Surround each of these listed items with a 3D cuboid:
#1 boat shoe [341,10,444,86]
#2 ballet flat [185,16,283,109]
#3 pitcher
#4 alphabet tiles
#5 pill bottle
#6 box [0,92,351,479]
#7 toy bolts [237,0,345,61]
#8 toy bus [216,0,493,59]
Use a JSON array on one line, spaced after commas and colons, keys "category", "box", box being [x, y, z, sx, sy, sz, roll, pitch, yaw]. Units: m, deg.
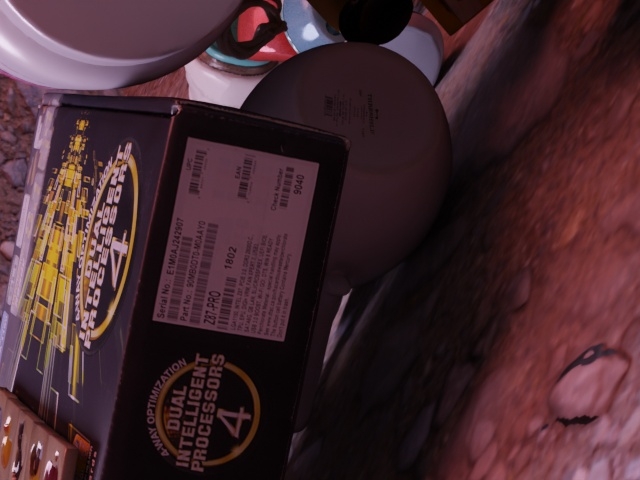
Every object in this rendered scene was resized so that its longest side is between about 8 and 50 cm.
[{"category": "boat shoe", "box": [0.031, -0.117, 1.167, 0.183, 0.065, 0.083, -48, 21, 51]}, {"category": "ballet flat", "box": [-0.067, -0.249, 1.727, 0.139, 0.139, 0.400, -51, 18, 41]}, {"category": "pitcher", "box": [0.000, 0.000, 0.980, 0.207, 0.125, 0.177, 120, 150, -58]}, {"category": "alphabet tiles", "box": [-0.162, 0.180, 0.855, 0.237, 0.009, 0.198, -170, 90, -71]}, {"category": "pill bottle", "box": [-0.123, -0.159, 0.912, 0.160, 0.160, 0.283, -63, 15, -2]}, {"category": "box", "box": [-0.109, 0.123, 0.889, 0.318, 0.097, 0.395, -161, 82, -72]}, {"category": "toy bolts", "box": [0.000, -0.244, 1.304, 0.158, 0.218, 0.228, 165, 113, -65]}, {"category": "toy bus", "box": [0.058, -0.166, 0.959, 0.104, 0.191, 0.202, 56, 145, 41]}]
